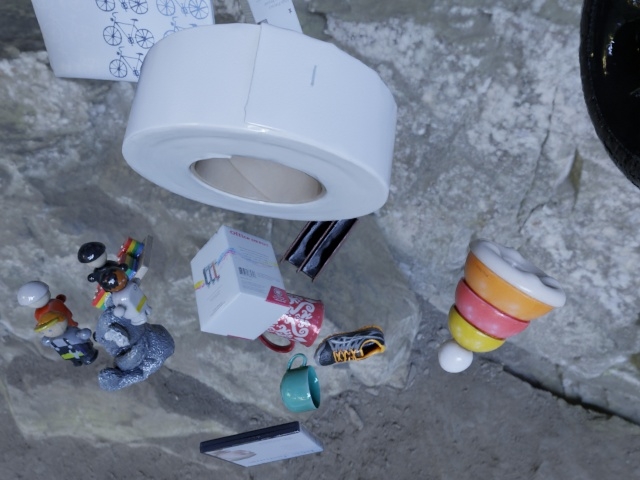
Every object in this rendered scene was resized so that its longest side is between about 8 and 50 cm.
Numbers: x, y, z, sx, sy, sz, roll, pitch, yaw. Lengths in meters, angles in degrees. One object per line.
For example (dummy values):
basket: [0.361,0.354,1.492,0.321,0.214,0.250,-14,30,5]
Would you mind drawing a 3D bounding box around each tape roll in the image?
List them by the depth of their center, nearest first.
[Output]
tape roll: [-0.060,-0.107,0.513,0.287,0.286,0.100,8,78,1]

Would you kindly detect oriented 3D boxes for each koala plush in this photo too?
koala plush: [-0.519,0.253,1.246,0.204,0.221,0.196,-15,40,-7]

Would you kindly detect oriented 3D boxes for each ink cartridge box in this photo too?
ink cartridge box: [-0.163,0.084,0.923,0.128,0.127,0.176,23,34,-41]

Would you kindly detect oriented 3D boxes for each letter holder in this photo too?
letter holder: [0.000,0.000,1.746,0.152,0.214,0.301,36,94,4]

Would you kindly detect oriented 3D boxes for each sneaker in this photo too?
sneaker: [0.083,0.304,1.303,0.215,0.084,0.083,-22,26,-3]

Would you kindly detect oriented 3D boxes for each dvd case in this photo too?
dvd case: [-0.102,0.402,0.902,0.181,0.253,0.022,-14,58,3]

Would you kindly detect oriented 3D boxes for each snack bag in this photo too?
snack bag: [-0.314,-0.412,0.702,0.324,0.342,0.037,7,36,8]

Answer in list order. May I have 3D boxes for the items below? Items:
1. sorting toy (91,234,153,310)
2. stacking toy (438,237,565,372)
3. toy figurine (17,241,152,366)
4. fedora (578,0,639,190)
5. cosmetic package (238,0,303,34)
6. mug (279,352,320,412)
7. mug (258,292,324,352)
sorting toy: [-0.724,0.116,1.686,0.090,0.257,0.255,32,14,-27]
stacking toy: [0.558,0.261,1.615,0.351,0.479,0.350,27,20,-11]
toy figurine: [-0.474,0.120,0.936,0.213,0.148,0.210,-37,38,-23]
fedora: [0.337,-0.168,0.334,0.153,0.333,0.333,-9,45,4]
cosmetic package: [-0.125,-0.576,1.225,0.118,0.230,0.085,-31,31,-12]
mug: [-0.065,0.439,1.405,0.098,0.129,0.157,-15,44,10]
mug: [-0.096,0.185,1.066,0.170,0.113,0.150,20,84,-16]
